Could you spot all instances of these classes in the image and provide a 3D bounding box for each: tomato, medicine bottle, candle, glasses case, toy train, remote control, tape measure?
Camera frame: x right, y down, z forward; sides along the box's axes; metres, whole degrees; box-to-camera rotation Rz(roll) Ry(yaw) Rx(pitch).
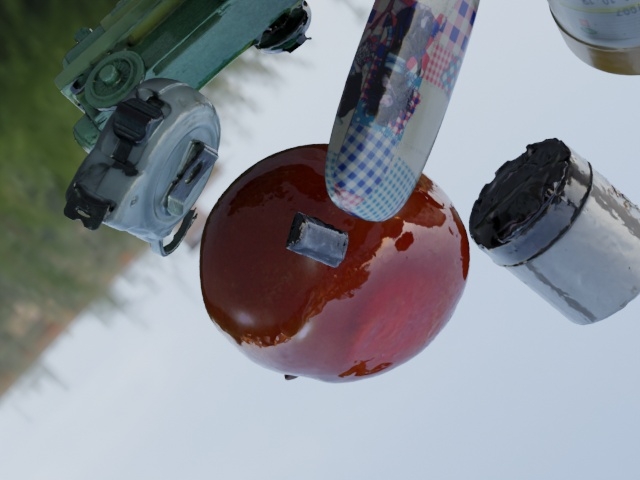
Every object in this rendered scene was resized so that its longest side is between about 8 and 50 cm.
[{"bbox_3d":[0.017,0.029,2.155,0.293,0.325,0.290,42,-56,46],"label":"tomato"},{"bbox_3d":[0.369,-0.355,2.083,0.237,0.232,0.238,-14,-126,19],"label":"medicine bottle"},{"bbox_3d":[0.363,0.013,2.343,0.187,0.330,0.187,-42,-155,25],"label":"candle"},{"bbox_3d":[0.090,-0.179,1.802,0.076,0.125,0.328,17,-94,37],"label":"glasses case"},{"bbox_3d":[-0.177,-0.266,2.115,0.369,0.150,0.237,-41,-129,4],"label":"toy train"},{"bbox_3d":[0.000,0.000,1.680,0.014,0.096,0.039,12,-96,33],"label":"remote control"},{"bbox_3d":[-0.128,-0.057,1.648,0.164,0.084,0.330,-58,162,4],"label":"tape measure"}]
